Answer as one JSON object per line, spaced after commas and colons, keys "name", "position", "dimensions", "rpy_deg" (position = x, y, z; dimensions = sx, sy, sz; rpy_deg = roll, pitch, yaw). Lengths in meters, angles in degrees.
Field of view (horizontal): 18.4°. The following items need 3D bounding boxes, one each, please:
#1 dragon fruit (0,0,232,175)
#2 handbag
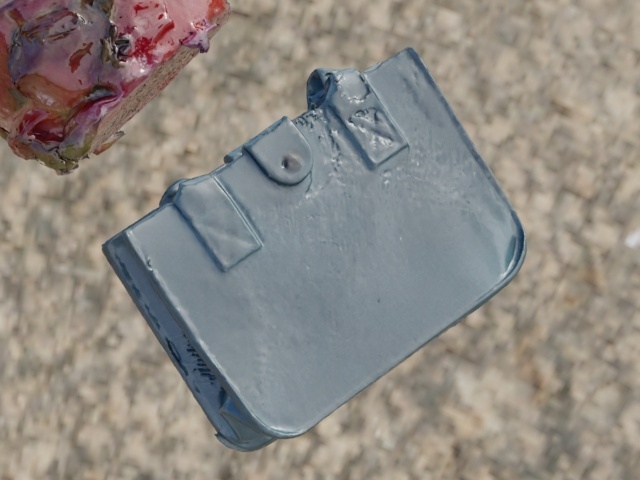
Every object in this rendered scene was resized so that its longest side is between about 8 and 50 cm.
{"name": "dragon fruit", "position": [-0.164, -0.135, 1.403], "dimensions": [0.147, 0.211, 0.282], "rpy_deg": [51, 51, -14]}
{"name": "handbag", "position": [0.000, 0.000, 1.197], "dimensions": [0.229, 0.062, 0.179], "rpy_deg": [-34, 95, -24]}
